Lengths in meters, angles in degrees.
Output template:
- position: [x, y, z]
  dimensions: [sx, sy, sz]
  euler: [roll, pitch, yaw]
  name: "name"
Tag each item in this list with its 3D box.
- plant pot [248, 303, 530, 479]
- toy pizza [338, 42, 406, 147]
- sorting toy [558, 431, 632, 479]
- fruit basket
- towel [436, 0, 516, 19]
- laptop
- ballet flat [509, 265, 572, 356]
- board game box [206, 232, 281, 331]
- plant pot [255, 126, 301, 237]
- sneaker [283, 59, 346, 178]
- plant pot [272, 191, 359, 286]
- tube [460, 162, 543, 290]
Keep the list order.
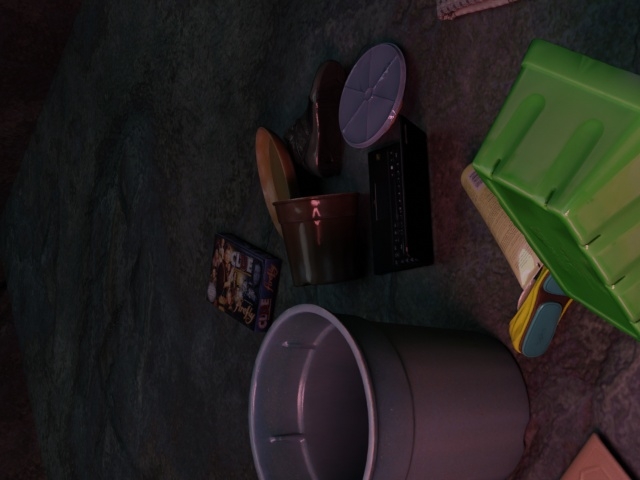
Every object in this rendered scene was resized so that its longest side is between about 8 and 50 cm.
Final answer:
- position: [0.116, 0.266, 1.626]
  dimensions: [0.341, 0.334, 0.341]
  euler: [-3, 86, 57]
  name: "plant pot"
- position: [0.101, -0.264, 1.945]
  dimensions: [0.201, 0.032, 0.201]
  euler: [-32, 51, 49]
  name: "toy pizza"
- position: [0.392, 0.403, 1.468]
  dimensions: [0.193, 0.038, 0.208]
  euler: [-65, 35, 31]
  name: "sorting toy"
- position: [0.417, -0.098, 1.240]
  dimensions: [0.283, 0.392, 0.392]
  euler: [38, 120, 51]
  name: "fruit basket"
- position: [0.299, -0.527, 1.667]
  dimensions: [0.324, 0.056, 0.312]
  euler: [-4, 82, 59]
  name: "towel"
- position: [0.117, -0.070, 1.827]
  dimensions: [0.264, 0.137, 0.234]
  euler: [-13, 76, 56]
  name: "laptop"
- position: [0.336, 0.067, 1.543]
  dimensions: [0.077, 0.077, 0.231]
  euler: [-108, 34, -51]
  name: "ballet flat"
- position: [-0.174, 0.089, 2.353]
  dimensions: [0.243, 0.042, 0.165]
  euler: [24, 108, 55]
  name: "board game box"
- position: [-0.083, -0.119, 2.170]
  dimensions: [0.236, 0.032, 0.236]
  euler: [166, 90, -75]
  name: "plant pot"
- position: [-0.014, -0.244, 2.085]
  dimensions: [0.130, 0.087, 0.227]
  euler: [18, 109, 50]
  name: "sneaker"
- position: [0.000, 0.000, 1.995]
  dimensions: [0.167, 0.167, 0.165]
  euler: [-5, 91, 57]
  name: "plant pot"
- position: [0.284, -0.032, 1.603]
  dimensions: [0.240, 0.062, 0.070]
  euler: [-115, 5, -50]
  name: "tube"
